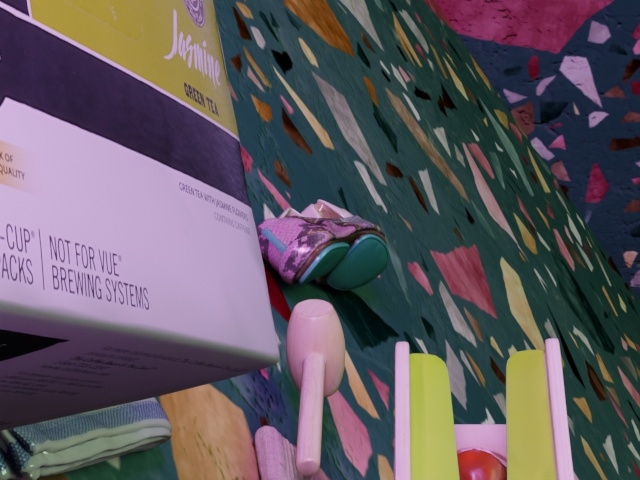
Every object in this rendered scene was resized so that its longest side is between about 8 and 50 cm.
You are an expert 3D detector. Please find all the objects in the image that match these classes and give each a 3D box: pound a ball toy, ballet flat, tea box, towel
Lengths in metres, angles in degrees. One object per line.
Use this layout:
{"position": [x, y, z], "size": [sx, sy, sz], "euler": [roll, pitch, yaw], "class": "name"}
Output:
{"position": [0.075, 0.187, 1.188], "size": [0.319, 0.208, 0.135], "euler": [-88, 175, -53], "class": "pound a ball toy"}
{"position": [0.000, 0.000, 1.501], "size": [0.079, 0.077, 0.221], "euler": [44, 13, 15], "class": "ballet flat"}
{"position": [-0.194, -0.091, 0.691], "size": [0.329, 0.220, 0.323], "euler": [25, 54, -69], "class": "tea box"}
{"position": [-0.190, 0.008, 0.994], "size": [0.285, 0.034, 0.209], "euler": [63, 16, 10], "class": "towel"}

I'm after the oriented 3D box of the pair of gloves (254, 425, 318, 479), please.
{"position": [0.027, 0.264, 1.187], "size": [0.240, 0.042, 0.204], "euler": [54, 18, -23], "class": "pair of gloves"}
